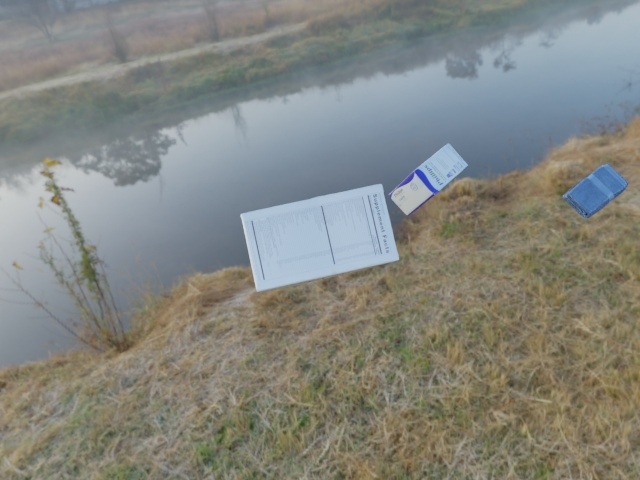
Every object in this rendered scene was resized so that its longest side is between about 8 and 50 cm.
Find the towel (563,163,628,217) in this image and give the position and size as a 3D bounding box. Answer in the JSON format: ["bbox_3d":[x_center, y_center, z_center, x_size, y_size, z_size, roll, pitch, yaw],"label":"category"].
[{"bbox_3d":[0.542,-0.097,0.953,0.119,0.029,0.067,-34,74,-14],"label":"towel"}]

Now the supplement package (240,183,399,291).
[{"bbox_3d":[0.000,0.000,0.862,0.243,0.139,0.134,-12,-4,-1],"label":"supplement package"}]

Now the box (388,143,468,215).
[{"bbox_3d":[0.249,-0.139,1.124,0.137,0.072,0.126,-38,-4,-27],"label":"box"}]
